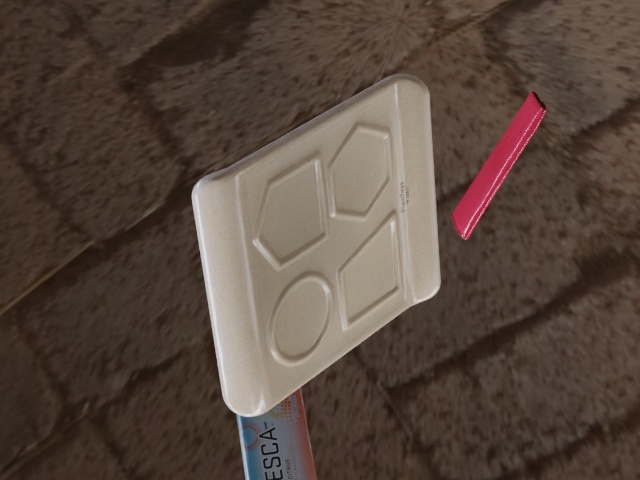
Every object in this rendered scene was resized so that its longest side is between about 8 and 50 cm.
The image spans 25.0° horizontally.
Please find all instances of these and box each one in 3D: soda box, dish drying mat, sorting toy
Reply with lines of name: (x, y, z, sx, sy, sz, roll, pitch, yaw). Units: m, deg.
soda box: (-0.036, 0.214, 1.305, 0.063, 0.058, 0.183, -8, 68, -6)
dish drying mat: (0.097, -0.040, 0.780, 0.008, 0.032, 0.083, 27, 109, -13)
sorting toy: (0.000, 0.000, 1.025, 0.038, 0.208, 0.193, 23, 131, 41)
